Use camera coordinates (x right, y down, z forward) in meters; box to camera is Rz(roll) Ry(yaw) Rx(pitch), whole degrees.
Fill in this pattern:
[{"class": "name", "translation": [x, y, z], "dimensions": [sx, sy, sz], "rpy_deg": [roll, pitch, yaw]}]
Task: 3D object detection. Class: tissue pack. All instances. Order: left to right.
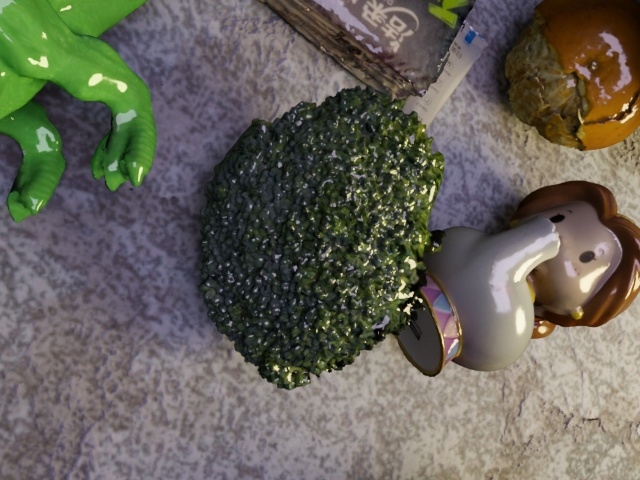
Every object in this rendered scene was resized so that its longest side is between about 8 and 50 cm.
[{"class": "tissue pack", "translation": [0.072, -0.269, 0.649], "dimensions": [0.173, 0.073, 0.235], "rpy_deg": [32, 82, -21]}]

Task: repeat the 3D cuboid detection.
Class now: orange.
[{"class": "orange", "translation": [0.259, -0.166, 0.710], "dimensions": [0.157, 0.134, 0.156], "rpy_deg": [2, 95, 20]}]

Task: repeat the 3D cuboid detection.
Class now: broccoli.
[{"class": "broccoli", "translation": [-0.001, 0.002, 0.588], "dimensions": [0.176, 0.198, 0.226], "rpy_deg": [-53, 146, -46]}]

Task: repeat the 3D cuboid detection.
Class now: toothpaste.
[{"class": "toothpaste", "translation": [0.100, -0.133, 0.694], "dimensions": [0.048, 0.031, 0.190], "rpy_deg": [38, 76, -17]}]

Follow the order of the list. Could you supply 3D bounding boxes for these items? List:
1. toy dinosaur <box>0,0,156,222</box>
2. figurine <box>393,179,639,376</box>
[{"class": "toy dinosaur", "translation": [-0.256, -0.202, 0.453], "dimensions": [0.374, 0.144, 0.500], "rpy_deg": [30, 69, -43]}, {"class": "figurine", "translation": [0.194, 0.034, 0.679], "dimensions": [0.263, 0.189, 0.142], "rpy_deg": [-19, 65, -20]}]
